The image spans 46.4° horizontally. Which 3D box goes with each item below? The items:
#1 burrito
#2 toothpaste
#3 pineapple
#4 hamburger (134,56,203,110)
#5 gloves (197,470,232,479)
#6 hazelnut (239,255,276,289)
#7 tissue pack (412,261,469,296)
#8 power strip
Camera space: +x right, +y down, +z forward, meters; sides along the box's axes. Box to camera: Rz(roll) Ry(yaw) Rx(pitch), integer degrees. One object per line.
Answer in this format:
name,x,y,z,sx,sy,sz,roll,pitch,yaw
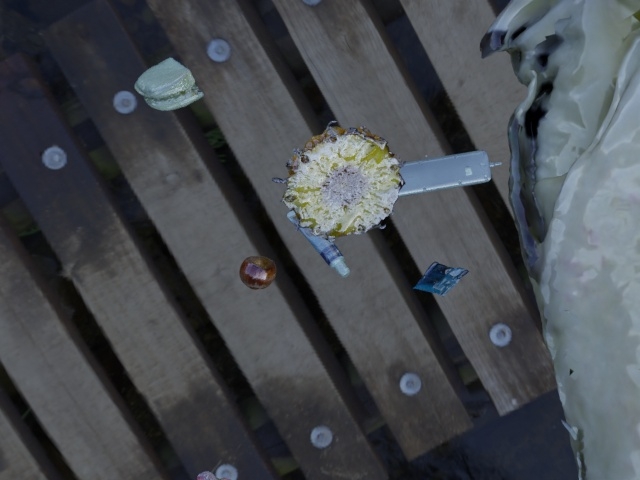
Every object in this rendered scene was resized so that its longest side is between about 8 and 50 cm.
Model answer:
burrito,0.201,-0.015,0.362,0.190,0.135,0.331,-29,63,51
toothpaste,0.000,0.000,1.680,0.062,0.037,0.216,-32,61,-8
pineapple,0.029,-0.091,1.162,0.221,0.047,0.221,-8,125,-11
hamburger,-0.253,-0.251,1.209,0.084,0.121,0.054,-34,135,-10
gloves,-0.127,0.433,1.141,0.126,0.241,0.145,5,73,3
hazelnut,-0.146,0.075,1.727,0.086,0.086,0.086,1,97,8
tissue pack,0.253,0.080,1.600,0.085,0.138,0.028,-44,104,-13
power strip,0.214,-0.121,1.354,0.253,0.027,0.060,-10,89,-15
